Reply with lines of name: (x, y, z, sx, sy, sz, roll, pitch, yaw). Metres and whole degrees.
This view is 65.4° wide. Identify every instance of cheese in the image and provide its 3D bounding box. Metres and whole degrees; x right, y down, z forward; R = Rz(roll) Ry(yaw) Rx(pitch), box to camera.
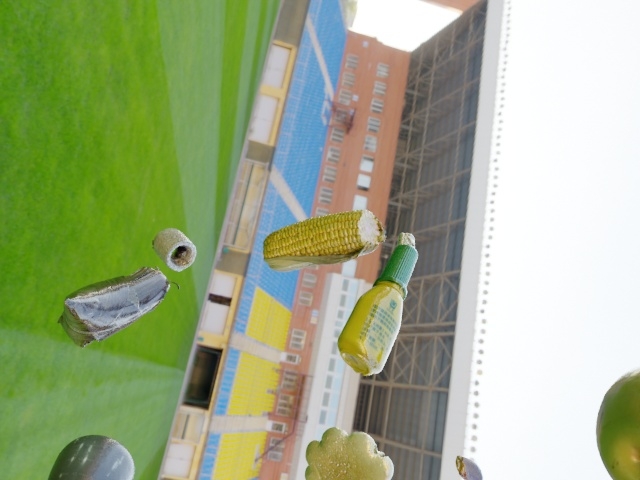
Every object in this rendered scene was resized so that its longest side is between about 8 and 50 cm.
cheese: (0.295, 0.030, 1.730, 0.194, 0.065, 0.043, -71, 172, -60)

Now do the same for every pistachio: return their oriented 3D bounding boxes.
pistachio: (0.568, 0.865, 1.868, 0.049, 0.172, 0.089, -19, -154, 41)

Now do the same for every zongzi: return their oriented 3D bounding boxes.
zongzi: (-0.314, 0.081, 0.791, 0.187, 0.084, 0.184, -33, 172, -33)

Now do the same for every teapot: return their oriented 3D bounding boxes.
teapot: (-0.702, 0.694, 1.368, 0.223, 0.306, 0.285, -62, -171, 16)

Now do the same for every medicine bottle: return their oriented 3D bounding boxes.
medicine bottle: (0.133, 0.128, 1.032, 0.076, 0.111, 0.308, -20, -150, 49)

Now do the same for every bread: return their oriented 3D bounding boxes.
bread: (0.050, 0.556, 1.224, 0.251, 0.181, 0.039, -45, 174, 29)

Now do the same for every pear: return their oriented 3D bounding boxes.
pear: (0.727, 0.408, 1.019, 0.309, 0.310, 0.308, -166, -90, -81)

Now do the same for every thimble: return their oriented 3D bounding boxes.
thimble: (-0.438, 0.026, 1.492, 0.090, 0.102, 0.115, 38, -41, 31)

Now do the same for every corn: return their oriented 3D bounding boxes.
corn: (0.002, 0.003, 1.204, 0.123, 0.306, 0.122, -2, 81, -62)
